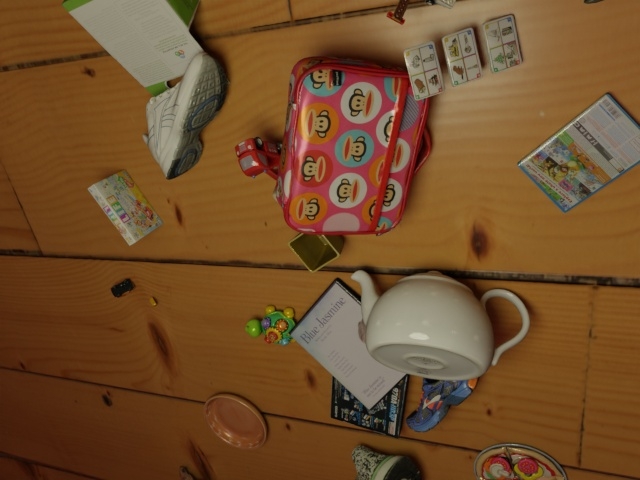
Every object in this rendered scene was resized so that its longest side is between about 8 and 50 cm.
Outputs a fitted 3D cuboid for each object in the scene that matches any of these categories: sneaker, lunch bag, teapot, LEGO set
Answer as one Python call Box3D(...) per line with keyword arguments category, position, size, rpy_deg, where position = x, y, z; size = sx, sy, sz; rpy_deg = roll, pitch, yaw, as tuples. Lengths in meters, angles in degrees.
Box3D(category="sneaker", position=(-0.283, -0.250, 0.976), size=(0.129, 0.111, 0.297), rpy_deg=(45, 131, 5))
Box3D(category="sneaker", position=(0.255, 0.340, 1.103), size=(0.087, 0.083, 0.221), rpy_deg=(42, 120, 14))
Box3D(category="sneaker", position=(0.176, 0.680, 1.304), size=(0.182, 0.158, 0.410), rpy_deg=(21, 131, 49))
Box3D(category="lunch bag", position=(0.064, -0.153, 0.851), size=(0.258, 0.120, 0.293), rpy_deg=(1, 118, -15))
Box3D(category="teapot", position=(0.216, 0.146, 0.951), size=(0.256, 0.187, 0.253), rpy_deg=(31, 149, -26))
Box3D(category="LEGO set", position=(0.187, -0.356, 0.748), size=(0.183, 0.060, 0.244), rpy_deg=(-20, 106, -5))

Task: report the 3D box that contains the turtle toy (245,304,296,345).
Box3D(category="turtle toy", position=(-0.114, 0.208, 1.183), size=(0.130, 0.066, 0.095), rpy_deg=(3, 118, 21))

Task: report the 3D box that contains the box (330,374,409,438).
Box3D(category="box", position=(0.115, 0.351, 1.172), size=(0.175, 0.051, 0.220), rpy_deg=(11, 120, 18))

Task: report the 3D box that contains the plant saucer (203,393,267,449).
Box3D(category="plant saucer", position=(-0.238, 0.509, 1.415), size=(0.200, 0.037, 0.199), rpy_deg=(10, 119, 19))

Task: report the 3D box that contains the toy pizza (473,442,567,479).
Box3D(category="toy pizza", position=(0.457, 0.550, 1.147), size=(0.202, 0.032, 0.201), rpy_deg=(10, 120, 18))

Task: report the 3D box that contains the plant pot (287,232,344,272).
Box3D(category="plant pot", position=(0.000, 0.000, 1.013), size=(0.082, 0.083, 0.081), rpy_deg=(-34, 100, 34))

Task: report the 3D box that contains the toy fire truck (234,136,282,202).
Box3D(category="toy fire truck", position=(-0.074, -0.116, 0.950), size=(0.047, 0.192, 0.135), rpy_deg=(-22, 79, 31))

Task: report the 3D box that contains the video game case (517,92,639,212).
Box3D(category="video game case", position=(0.426, -0.136, 0.803), size=(0.119, 0.015, 0.166), rpy_deg=(44, 124, -5))

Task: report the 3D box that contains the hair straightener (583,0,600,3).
Box3D(category="hair straightener", position=(0.474, -0.353, 0.656), size=(0.231, 0.047, 0.089), rpy_deg=(-9, 113, 22))

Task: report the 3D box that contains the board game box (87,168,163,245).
Box3D(category="board game box", position=(-0.445, -0.077, 1.147), size=(0.026, 0.103, 0.154), rpy_deg=(-24, 106, 31))

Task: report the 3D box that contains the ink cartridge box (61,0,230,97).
Box3D(category="ink cartridge box", position=(-0.307, -0.395, 0.934), size=(0.189, 0.096, 0.255), rpy_deg=(-8, 147, 26))

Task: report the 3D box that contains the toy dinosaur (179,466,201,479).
Box3D(category="toy dinosaur", position=(-0.341, 0.847, 1.594), size=(0.296, 0.127, 0.200), rpy_deg=(3, 111, 15))

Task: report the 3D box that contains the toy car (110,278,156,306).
Box3D(category="toy car", position=(-0.496, 0.154, 1.323), size=(0.122, 0.060, 0.040), rpy_deg=(37, 156, 8))

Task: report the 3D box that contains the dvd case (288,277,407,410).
Box3D(category="dvd case", position=(0.074, 0.228, 1.095), size=(0.253, 0.022, 0.180), rpy_deg=(42, 110, 8))
